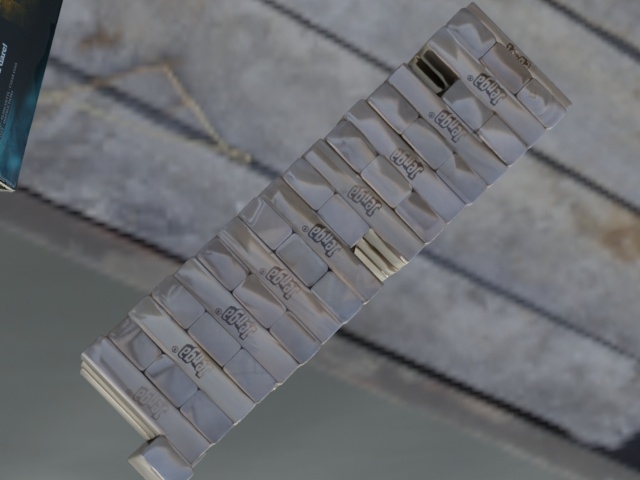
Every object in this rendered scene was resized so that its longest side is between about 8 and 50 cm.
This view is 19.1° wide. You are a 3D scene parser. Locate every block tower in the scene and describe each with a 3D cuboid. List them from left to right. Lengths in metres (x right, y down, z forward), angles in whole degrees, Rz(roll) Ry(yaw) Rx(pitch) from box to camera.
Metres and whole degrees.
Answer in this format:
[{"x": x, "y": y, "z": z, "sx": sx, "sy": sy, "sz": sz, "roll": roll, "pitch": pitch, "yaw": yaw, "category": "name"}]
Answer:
[{"x": 0.000, "y": 0.000, "z": 1.119, "sx": 0.335, "sy": 0.097, "sz": 0.091, "roll": -45, "pitch": 180, "yaw": -13, "category": "block tower"}]

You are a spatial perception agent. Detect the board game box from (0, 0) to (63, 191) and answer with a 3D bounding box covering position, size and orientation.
[{"x": -0.151, "y": -0.129, "z": 0.805, "sx": 0.026, "sy": 0.186, "sz": 0.126, "roll": 2, "pitch": 160, "yaw": 28, "category": "board game box"}]
